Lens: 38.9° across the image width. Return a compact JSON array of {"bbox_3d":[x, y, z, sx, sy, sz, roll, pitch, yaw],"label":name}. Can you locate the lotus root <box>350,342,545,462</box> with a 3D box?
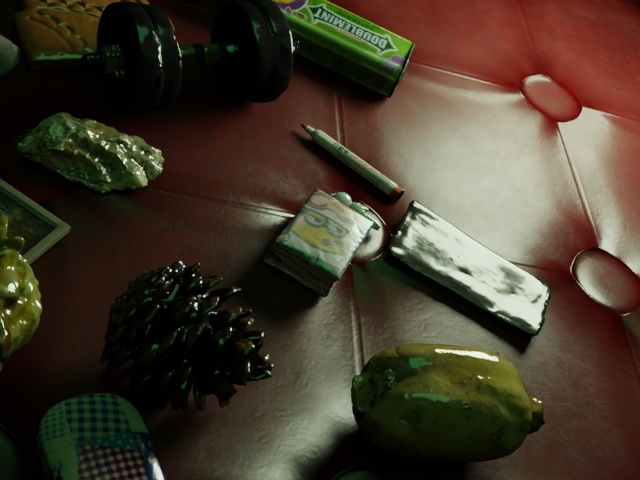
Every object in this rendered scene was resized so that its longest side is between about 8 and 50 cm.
[{"bbox_3d":[0.181,0.223,1.241,0.284,0.146,0.160,12,65,-19],"label":"lotus root"}]

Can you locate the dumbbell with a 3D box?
[{"bbox_3d":[-0.205,-0.308,1.505,0.388,0.185,0.185,-12,57,-32],"label":"dumbbell"}]

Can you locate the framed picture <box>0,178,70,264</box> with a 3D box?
[{"bbox_3d":[-0.499,-0.035,1.241,0.250,0.016,0.184,34,45,7],"label":"framed picture"}]

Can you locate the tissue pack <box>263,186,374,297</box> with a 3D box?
[{"bbox_3d":[0.000,0.000,1.408,0.115,0.065,0.155,32,46,3],"label":"tissue pack"}]

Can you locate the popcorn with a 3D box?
[{"bbox_3d":[-0.417,0.069,1.065,0.167,0.187,0.185,36,54,-2],"label":"popcorn"}]

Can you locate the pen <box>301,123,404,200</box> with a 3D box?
[{"bbox_3d":[0.053,-0.141,1.586,0.218,0.026,0.026,37,46,9],"label":"pen"}]

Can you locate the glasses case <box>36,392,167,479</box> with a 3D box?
[{"bbox_3d":[-0.223,0.317,1.015,0.125,0.076,0.327,-7,55,-32],"label":"glasses case"}]

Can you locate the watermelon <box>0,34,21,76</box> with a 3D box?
[{"bbox_3d":[-0.580,-0.290,1.413,0.207,0.136,0.202,28,-2,38],"label":"watermelon"}]

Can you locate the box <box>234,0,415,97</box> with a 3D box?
[{"bbox_3d":[0.009,-0.401,1.745,0.345,0.097,0.134,26,44,-2],"label":"box"}]

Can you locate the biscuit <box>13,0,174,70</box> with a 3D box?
[{"bbox_3d":[-0.413,-0.385,1.572,0.284,0.043,0.306,26,45,-1],"label":"biscuit"}]

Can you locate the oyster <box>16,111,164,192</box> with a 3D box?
[{"bbox_3d":[-0.337,-0.143,1.376,0.209,0.072,0.133,20,48,-11],"label":"oyster"}]

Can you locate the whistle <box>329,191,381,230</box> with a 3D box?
[{"bbox_3d":[0.057,-0.048,1.499,0.100,0.035,0.035,35,45,4],"label":"whistle"}]

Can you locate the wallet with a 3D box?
[{"bbox_3d":[0.250,0.048,1.508,0.285,0.030,0.146,31,42,2],"label":"wallet"}]

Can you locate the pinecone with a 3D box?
[{"bbox_3d":[-0.169,0.130,1.143,0.204,0.184,0.179,47,33,-16],"label":"pinecone"}]
